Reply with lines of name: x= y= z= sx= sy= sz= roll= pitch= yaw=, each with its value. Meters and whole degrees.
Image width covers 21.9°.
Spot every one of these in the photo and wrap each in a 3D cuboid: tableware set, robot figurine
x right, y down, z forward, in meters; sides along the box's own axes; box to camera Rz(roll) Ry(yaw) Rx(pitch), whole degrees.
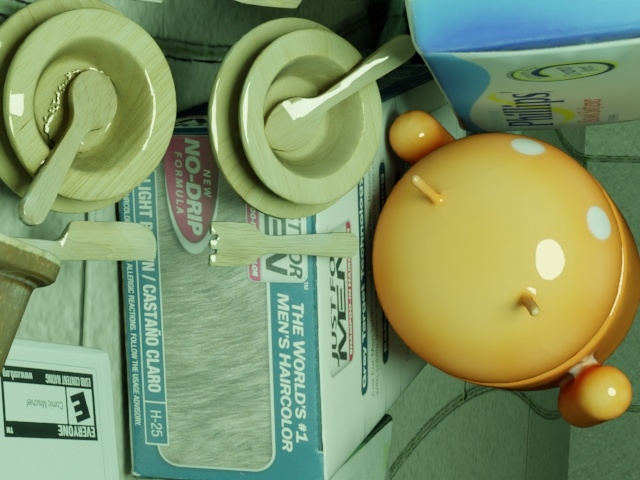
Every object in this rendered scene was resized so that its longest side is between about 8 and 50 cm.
tableware set: x=-0.047 y=-0.052 z=0.677 sx=0.194 sy=0.039 sz=0.128 roll=-1 pitch=94 yaw=-37
robot figurine: x=0.100 y=0.015 z=0.854 sx=0.219 sy=0.128 sz=0.158 roll=23 pitch=69 yaw=-73

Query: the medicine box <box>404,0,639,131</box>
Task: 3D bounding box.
medicine box: x=0.112 y=-0.211 z=0.781 sx=0.263 sy=0.149 sz=0.289 roll=18 pitch=65 yaw=-80

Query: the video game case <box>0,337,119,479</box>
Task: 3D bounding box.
video game case: x=-0.124 y=0.121 z=0.505 sx=0.212 sy=0.023 sz=0.193 roll=16 pitch=64 yaw=-62

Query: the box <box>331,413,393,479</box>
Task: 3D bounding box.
box: x=-0.019 y=0.248 z=1.010 sx=0.322 sy=0.058 sz=0.232 roll=-21 pitch=113 yaw=-75

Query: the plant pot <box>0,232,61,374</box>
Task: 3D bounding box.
plant pot: x=-0.151 y=0.063 z=0.315 sx=0.167 sy=0.167 sz=0.165 roll=34 pitch=69 yaw=-72

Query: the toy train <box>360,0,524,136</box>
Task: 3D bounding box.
toy train: x=0.106 y=-0.134 z=1.266 sx=0.190 sy=0.142 sz=0.334 roll=95 pitch=8 yaw=-46

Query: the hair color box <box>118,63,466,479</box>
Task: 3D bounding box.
hair color box: x=0.000 y=0.000 z=0.927 sx=0.347 sy=0.105 sz=0.174 roll=-34 pitch=124 yaw=-71
